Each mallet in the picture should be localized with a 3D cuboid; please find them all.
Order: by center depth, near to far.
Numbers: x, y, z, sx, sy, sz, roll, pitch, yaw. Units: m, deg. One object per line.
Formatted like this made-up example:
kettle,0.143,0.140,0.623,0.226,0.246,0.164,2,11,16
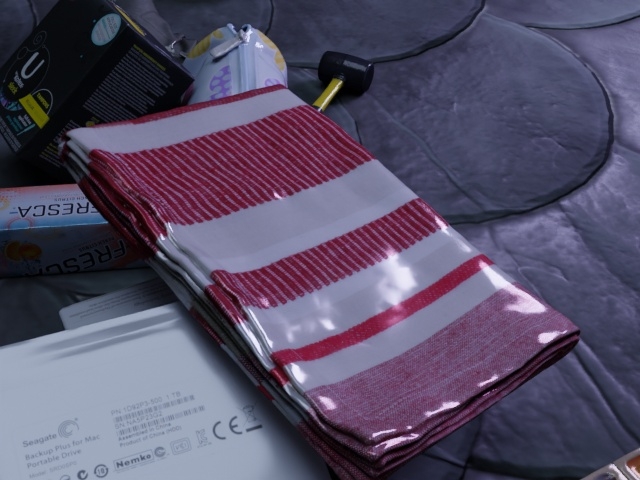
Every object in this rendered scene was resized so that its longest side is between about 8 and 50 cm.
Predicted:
mallet,-0.010,-0.152,1.007,0.062,0.039,0.189,25,50,22

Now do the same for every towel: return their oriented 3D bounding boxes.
towel,0.000,0.000,0.637,0.237,0.037,0.329,-22,56,-43

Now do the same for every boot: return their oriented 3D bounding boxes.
boot,-0.184,-0.238,1.075,0.161,0.083,0.246,12,48,1

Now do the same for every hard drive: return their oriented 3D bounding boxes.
hard drive,-0.084,0.188,0.535,0.203,0.040,0.307,-14,65,-17

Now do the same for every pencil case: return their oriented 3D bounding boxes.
pencil case,-0.074,-0.095,0.871,0.114,0.124,0.273,13,39,-21

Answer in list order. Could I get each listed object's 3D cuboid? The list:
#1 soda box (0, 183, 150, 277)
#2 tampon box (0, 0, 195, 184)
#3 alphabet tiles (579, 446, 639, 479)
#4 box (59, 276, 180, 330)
soda box,-0.227,-0.011,0.820,0.183,0.058,0.063,-4,42,-6
tampon box,-0.229,-0.149,0.886,0.161,0.101,0.120,-48,51,5
alphabet tiles,0.265,0.224,0.612,0.237,0.009,0.198,-20,46,-22
box,-0.127,0.096,0.671,0.102,0.101,0.087,-19,47,-20
